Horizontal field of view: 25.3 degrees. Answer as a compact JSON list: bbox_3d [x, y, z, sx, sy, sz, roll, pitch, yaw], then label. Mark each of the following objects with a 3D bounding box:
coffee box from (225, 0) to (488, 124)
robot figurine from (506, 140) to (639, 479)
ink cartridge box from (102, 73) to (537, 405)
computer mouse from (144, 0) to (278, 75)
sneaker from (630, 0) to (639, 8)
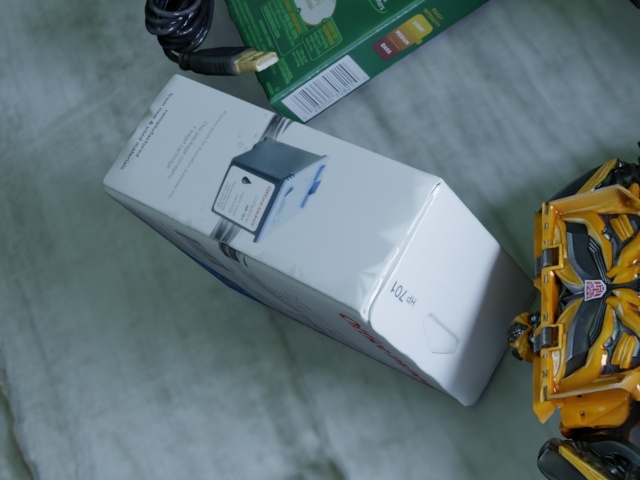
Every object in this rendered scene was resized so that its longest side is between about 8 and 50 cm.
[{"bbox_3d":[0.034,-0.162,0.884,0.184,0.040,0.113,-34,52,13],"label":"coffee box"},{"bbox_3d":[0.218,0.023,0.654,0.291,0.085,0.211,-10,61,27],"label":"robot figurine"},{"bbox_3d":[0.000,0.000,0.762,0.191,0.139,0.082,23,78,36],"label":"ink cartridge box"},{"bbox_3d":[-0.003,-0.184,0.851,0.262,0.060,0.184,6,67,36],"label":"computer mouse"},{"bbox_3d":[0.229,-0.142,0.733,0.228,0.130,0.087,25,100,10],"label":"sneaker"}]
